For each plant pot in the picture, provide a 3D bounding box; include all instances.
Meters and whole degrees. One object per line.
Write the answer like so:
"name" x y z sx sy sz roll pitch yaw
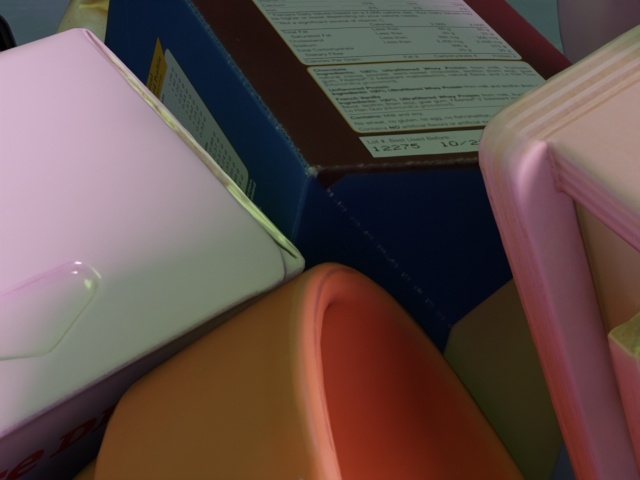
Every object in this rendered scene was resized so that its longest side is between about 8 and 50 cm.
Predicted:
"plant pot" -0.017 0.179 0.404 0.203 0.291 0.291 -29 40 10

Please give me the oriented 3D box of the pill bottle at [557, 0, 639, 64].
"pill bottle" 0.305 -0.126 0.677 0.361 0.204 0.204 -27 42 -11

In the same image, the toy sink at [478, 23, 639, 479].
"toy sink" 0.132 0.018 0.370 0.131 0.152 0.234 -31 42 -11

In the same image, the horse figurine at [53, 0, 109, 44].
"horse figurine" -0.098 -0.077 0.807 0.174 0.066 0.263 33 56 4

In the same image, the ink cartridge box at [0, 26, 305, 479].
"ink cartridge box" -0.155 0.080 0.495 0.115 0.273 0.198 47 43 13

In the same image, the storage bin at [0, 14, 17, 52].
"storage bin" -0.237 -0.037 0.810 0.084 0.122 0.180 17 51 32

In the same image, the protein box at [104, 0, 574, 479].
"protein box" 0.000 0.000 0.610 0.136 0.199 0.201 -4 36 -24
